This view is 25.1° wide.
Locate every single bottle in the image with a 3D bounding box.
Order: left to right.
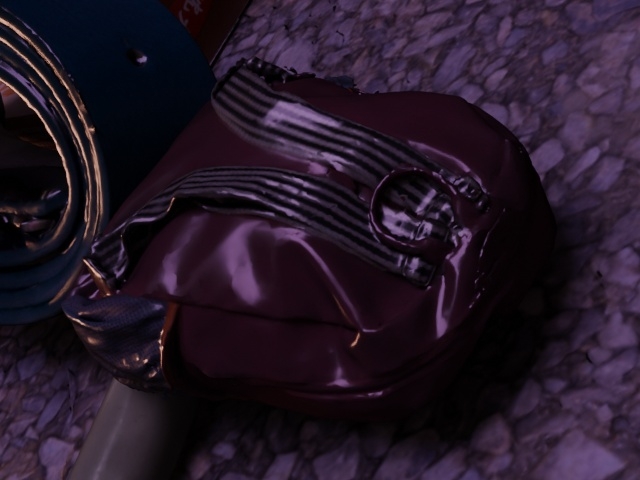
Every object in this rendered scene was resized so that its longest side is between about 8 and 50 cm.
[{"bbox_3d":[-0.141,0.155,1.089,0.072,0.072,0.201,-12,45,39],"label":"bottle"}]

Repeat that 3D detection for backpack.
[{"bbox_3d":[0.000,0.000,0.997,0.317,0.197,0.283,8,54,46],"label":"backpack"}]

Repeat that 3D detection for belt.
[{"bbox_3d":[-0.269,-0.088,1.274,0.436,0.300,0.173,5,16,40],"label":"belt"}]

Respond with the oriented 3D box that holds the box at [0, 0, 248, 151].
[{"bbox_3d":[-0.277,-0.218,1.604,0.385,0.122,0.344,-2,51,46],"label":"box"}]
